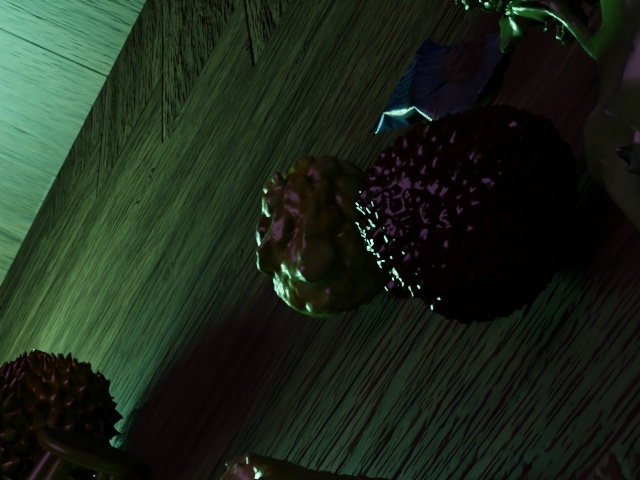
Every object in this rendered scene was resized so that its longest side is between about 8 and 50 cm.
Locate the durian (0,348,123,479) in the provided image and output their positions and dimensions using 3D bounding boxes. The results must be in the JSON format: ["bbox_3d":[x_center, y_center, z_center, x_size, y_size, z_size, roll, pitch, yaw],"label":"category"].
[{"bbox_3d":[-0.304,0.236,1.471,0.183,0.138,0.249,54,-131,-66],"label":"durian"}]

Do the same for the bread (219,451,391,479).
[{"bbox_3d":[0.000,0.189,0.729,0.160,0.140,0.169,129,154,-67],"label":"bread"}]

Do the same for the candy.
[{"bbox_3d":[0.089,-0.114,1.010,0.088,0.038,0.136,-56,24,-11],"label":"candy"}]

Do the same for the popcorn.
[{"bbox_3d":[0.000,0.000,1.004,0.120,0.116,0.106,60,150,14],"label":"popcorn"}]

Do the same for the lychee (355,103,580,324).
[{"bbox_3d":[0.085,-0.018,0.773,0.129,0.123,0.123,-63,18,-6],"label":"lychee"}]

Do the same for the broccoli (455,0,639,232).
[{"bbox_3d":[0.144,-0.179,0.699,0.302,0.186,0.254,-59,29,3],"label":"broccoli"}]

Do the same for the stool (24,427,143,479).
[{"bbox_3d":[-0.247,0.257,1.369,0.135,0.134,0.110,18,86,26],"label":"stool"}]
